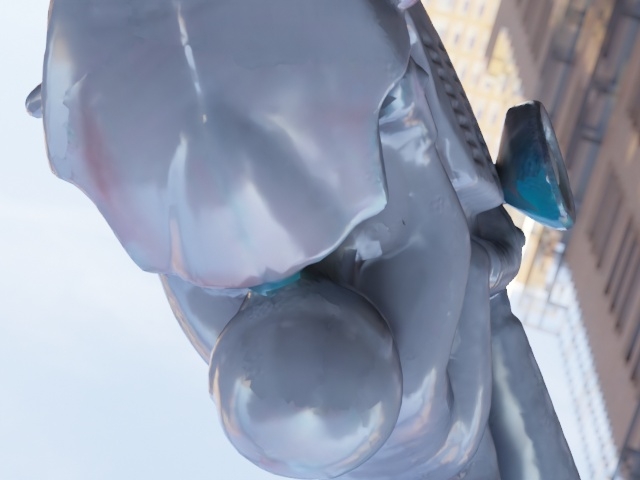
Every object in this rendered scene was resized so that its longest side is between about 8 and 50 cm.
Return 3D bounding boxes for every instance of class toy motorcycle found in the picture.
[{"bbox_3d":[0.000,0.000,0.452,0.110,0.260,0.171,-14,-152,14],"label":"toy motorcycle"}]
